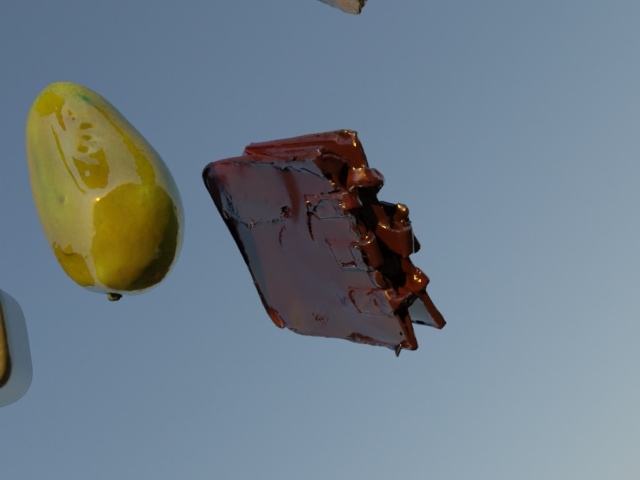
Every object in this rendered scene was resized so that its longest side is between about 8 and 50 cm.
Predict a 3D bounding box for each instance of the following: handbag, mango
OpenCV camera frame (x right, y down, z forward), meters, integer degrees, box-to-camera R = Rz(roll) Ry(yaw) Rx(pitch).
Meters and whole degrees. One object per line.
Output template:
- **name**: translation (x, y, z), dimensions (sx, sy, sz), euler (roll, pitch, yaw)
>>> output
- **handbag**: translation (0.002, -0.002, 0.741), dimensions (0.074, 0.216, 0.203), euler (-39, -68, -30)
- **mango**: translation (-0.268, -0.054, 0.981), dimensions (0.149, 0.273, 0.185), euler (-18, -27, -43)

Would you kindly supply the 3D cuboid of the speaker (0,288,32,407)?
- **speaker**: translation (-0.618, 0.168, 1.096), dimensions (0.406, 0.183, 0.184), euler (-9, -10, -17)

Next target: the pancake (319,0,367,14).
- **pancake**: translation (0.022, -0.444, 0.886), dimensions (0.071, 0.382, 0.382), euler (-15, -47, -36)
